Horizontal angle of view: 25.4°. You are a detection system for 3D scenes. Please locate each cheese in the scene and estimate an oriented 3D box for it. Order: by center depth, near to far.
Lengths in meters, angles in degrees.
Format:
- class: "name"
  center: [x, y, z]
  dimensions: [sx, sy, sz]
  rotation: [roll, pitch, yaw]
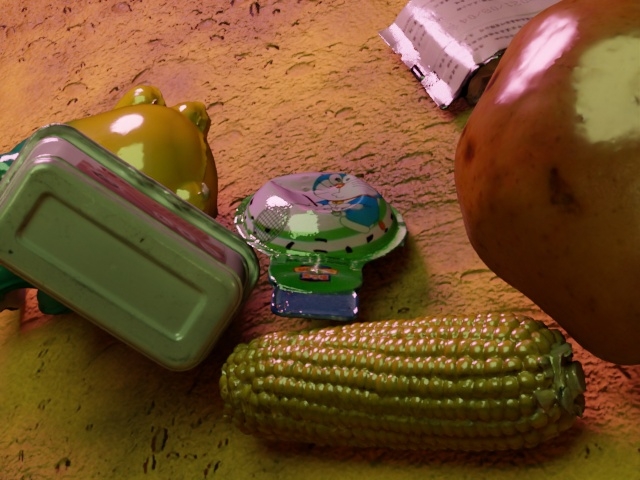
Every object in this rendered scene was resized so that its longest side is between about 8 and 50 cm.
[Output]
- class: "cheese"
  center: [0.000, 0.000, 1.620]
  dimensions: [0.204, 0.083, 0.320]
  rotation: [4, 28, 0]

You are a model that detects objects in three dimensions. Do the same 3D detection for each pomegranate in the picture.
- class: "pomegranate"
  center: [0.319, -0.066, 1.389]
  dimensions: [0.410, 0.410, 0.410]
  rotation: [-14, 45, 15]

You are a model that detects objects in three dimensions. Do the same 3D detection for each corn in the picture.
- class: "corn"
  center: [0.083, 0.146, 1.457]
  dimensions: [0.387, 0.144, 0.144]
  rotation: [-4, 48, 29]

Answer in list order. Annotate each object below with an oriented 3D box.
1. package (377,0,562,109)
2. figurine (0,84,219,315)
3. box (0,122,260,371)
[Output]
- class: "package"
  center: [0.222, -0.282, 1.842]
  dimensions: [0.251, 0.062, 0.204]
  rotation: [-27, 44, -4]
- class: "figurine"
  center: [-0.285, -0.049, 1.762]
  dimensions: [0.340, 0.231, 0.323]
  rotation: [-22, 46, 14]
- class: "box"
  center: [-0.223, 0.018, 1.562]
  dimensions: [0.175, 0.312, 0.182]
  rotation: [-56, 9, 3]
